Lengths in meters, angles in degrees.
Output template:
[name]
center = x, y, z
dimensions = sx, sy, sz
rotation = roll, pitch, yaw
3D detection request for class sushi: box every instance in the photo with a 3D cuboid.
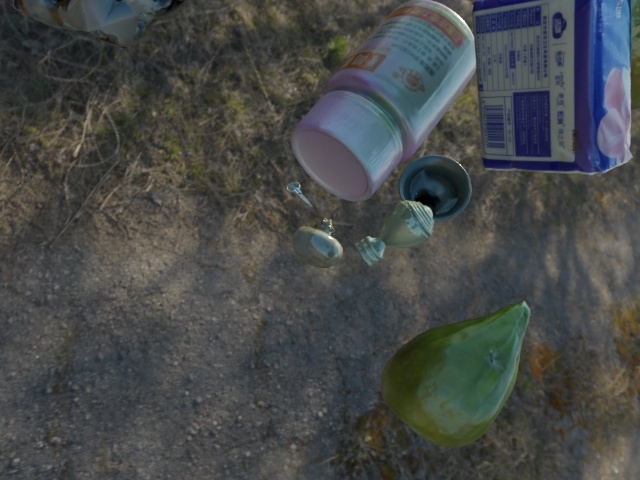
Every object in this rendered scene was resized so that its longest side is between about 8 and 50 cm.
[sushi]
center = -0.210, -0.344, 0.702
dimensions = 0.332, 0.124, 0.130
rotation = -39, 64, -10

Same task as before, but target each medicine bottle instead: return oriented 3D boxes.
[medicine bottle]
center = 0.130, -0.277, 1.130
dimensions = 0.219, 0.219, 0.388
rotation = 45, 68, -17

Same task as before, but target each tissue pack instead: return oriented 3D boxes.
[tissue pack]
center = 0.352, -0.245, 0.868
dimensions = 0.137, 0.209, 0.270
rotation = -26, 113, -40

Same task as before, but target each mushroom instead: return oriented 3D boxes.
[mushroom]
center = 0.000, 0.000, 0.903
dimensions = 0.085, 0.085, 0.079
rotation = 41, 64, -22

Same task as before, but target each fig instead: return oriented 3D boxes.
[fig]
center = 0.195, 0.195, 0.787
dimensions = 0.167, 0.233, 0.167
rotation = 36, 38, -36

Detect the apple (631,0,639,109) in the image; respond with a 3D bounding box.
[apple]
center = 0.546, -0.408, 0.970
dimensions = 0.312, 0.360, 0.320
rotation = 49, 41, 14

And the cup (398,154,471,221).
[cup]
center = 0.319, -0.123, 1.629
dimensions = 0.150, 0.198, 0.199
rotation = 77, 2, -71

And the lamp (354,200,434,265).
[lamp]
center = 0.172, -0.014, 1.299
dimensions = 0.106, 0.193, 0.106
rotation = 51, 12, -15

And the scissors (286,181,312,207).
[scissors]
center = -0.044, -0.104, 1.310
dimensions = 0.036, 0.006, 0.083
rotation = -31, 67, -29
